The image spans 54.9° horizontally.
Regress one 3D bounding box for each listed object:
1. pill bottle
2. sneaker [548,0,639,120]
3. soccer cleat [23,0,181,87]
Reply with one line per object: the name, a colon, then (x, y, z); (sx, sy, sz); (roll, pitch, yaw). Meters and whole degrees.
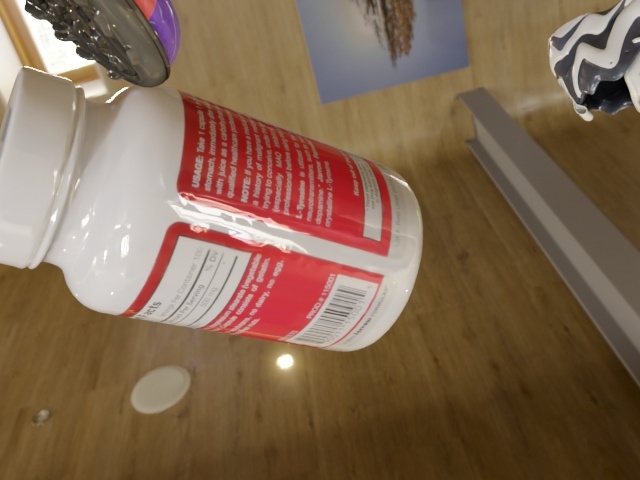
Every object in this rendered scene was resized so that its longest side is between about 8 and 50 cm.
pill bottle: (-0.114, -0.023, 0.638); (0.408, 0.228, 0.229); (16, -167, -31)
sneaker: (0.370, -0.214, 0.671); (0.235, 0.094, 0.153); (-23, -127, 36)
soccer cleat: (-0.155, -0.227, 0.298); (0.116, 0.318, 0.109); (-43, -164, -22)
